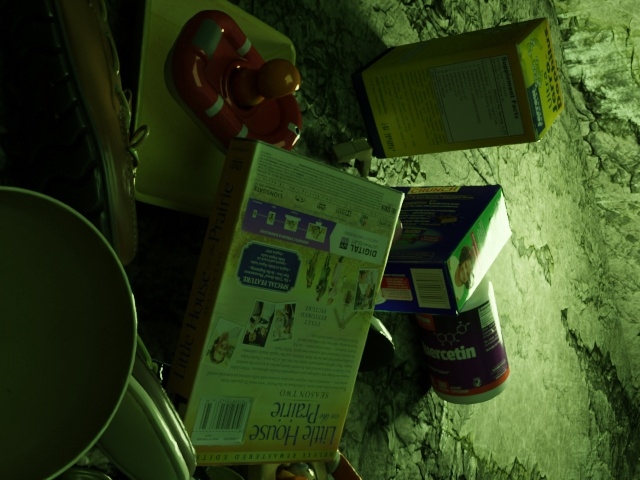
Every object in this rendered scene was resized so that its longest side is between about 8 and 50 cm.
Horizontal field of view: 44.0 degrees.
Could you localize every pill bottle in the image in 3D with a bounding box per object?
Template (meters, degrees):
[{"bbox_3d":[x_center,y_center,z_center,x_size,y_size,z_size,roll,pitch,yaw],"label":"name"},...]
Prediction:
[{"bbox_3d":[0.309,0.190,1.769,0.181,0.181,0.323,-37,117,-50],"label":"pill bottle"}]

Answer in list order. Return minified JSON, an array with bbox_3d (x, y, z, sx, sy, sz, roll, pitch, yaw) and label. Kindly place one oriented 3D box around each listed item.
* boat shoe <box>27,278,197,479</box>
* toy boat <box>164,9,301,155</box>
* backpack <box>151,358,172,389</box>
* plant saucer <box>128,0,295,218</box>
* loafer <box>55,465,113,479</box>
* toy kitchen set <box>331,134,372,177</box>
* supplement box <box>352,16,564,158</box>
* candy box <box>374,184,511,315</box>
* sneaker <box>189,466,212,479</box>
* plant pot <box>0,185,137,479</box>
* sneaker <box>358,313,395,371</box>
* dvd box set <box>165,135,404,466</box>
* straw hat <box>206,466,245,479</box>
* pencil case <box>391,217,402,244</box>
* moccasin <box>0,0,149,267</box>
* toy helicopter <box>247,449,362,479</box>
[{"bbox_3d":[-0.247,0.155,0.943,0.324,0.116,0.097,51,31,0],"label":"boat shoe"},{"bbox_3d":[-0.093,-0.211,1.093,0.231,0.151,0.151,48,51,-43],"label":"toy boat"},{"bbox_3d":[-0.244,0.210,1.040,0.105,0.084,0.114,38,64,-45],"label":"backpack"},{"bbox_3d":[-0.172,-0.191,1.180,0.333,0.081,0.333,15,76,-54],"label":"plant saucer"},{"bbox_3d":[-0.283,0.330,1.002,0.148,0.056,0.050,52,41,-40],"label":"loafer"},{"bbox_3d":[0.053,-0.169,1.560,0.083,0.075,0.068,95,-26,-54],"label":"toy kitchen set"},{"bbox_3d":[0.280,-0.304,1.605,0.195,0.356,0.194,-45,124,-47],"label":"supplement box"},{"bbox_3d":[0.187,0.008,1.524,0.317,0.268,0.122,-46,128,-47],"label":"candy box"},{"bbox_3d":[-0.207,0.407,1.039,0.269,0.101,0.153,-65,168,8],"label":"sneaker"},{"bbox_3d":[-0.355,0.093,0.779,0.284,0.191,0.284,1,88,-48],"label":"plant pot"},{"bbox_3d":[0.033,0.114,1.411,0.330,0.122,0.146,50,25,-40],"label":"sneaker"},{"bbox_3d":[-0.046,0.099,1.095,0.307,0.062,0.420,13,91,-45],"label":"dvd box set"},{"bbox_3d":[-0.166,0.377,1.159,0.061,0.144,0.144,-111,-173,-74],"label":"straw hat"},{"bbox_3d":[0.000,0.000,1.245,0.284,0.124,0.124,-26,109,-39],"label":"pencil case"},{"bbox_3d":[-0.285,-0.149,0.962,0.147,0.139,0.380,-3,73,-61],"label":"moccasin"},{"bbox_3d":[-0.039,0.312,1.304,0.235,0.140,0.355,17,61,-47],"label":"toy helicopter"}]
